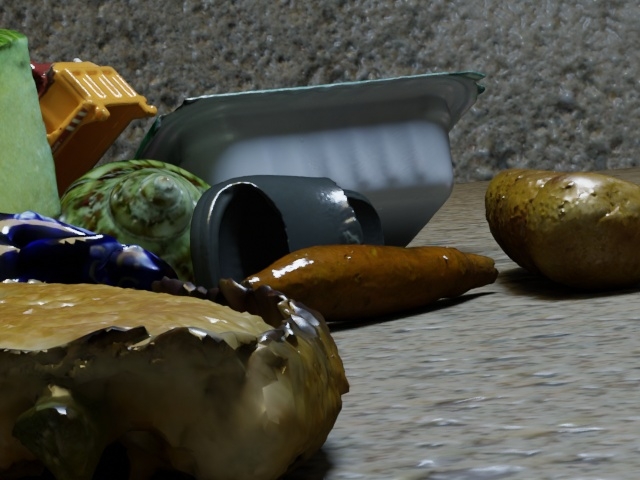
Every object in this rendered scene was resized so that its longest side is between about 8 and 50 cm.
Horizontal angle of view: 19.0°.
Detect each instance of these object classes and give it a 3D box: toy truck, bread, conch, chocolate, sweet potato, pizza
[{"bbox_3d":[-0.275,-0.049,1.677,0.270,0.135,0.114,-48,-13,20],"label":"toy truck"},{"bbox_3d":[0.187,-0.011,1.487,0.124,0.084,0.344,16,2,-5],"label":"bread"},{"bbox_3d":[-0.134,-0.005,1.606,0.187,0.124,0.181,1,4,-18],"label":"conch"},{"bbox_3d":[-0.256,0.032,1.170,0.343,0.126,0.148,10,29,4],"label":"chocolate"},{"bbox_3d":[0.042,0.028,1.338,0.265,0.057,0.057,-1,-1,-44],"label":"sweet potato"},{"bbox_3d":[-0.137,0.066,0.840,0.392,0.080,0.435,-3,6,39],"label":"pizza"}]

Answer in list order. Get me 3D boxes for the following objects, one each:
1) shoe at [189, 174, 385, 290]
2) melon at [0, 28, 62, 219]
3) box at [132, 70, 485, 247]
[{"bbox_3d":[0.000,0.000,1.407,0.093,0.108,0.241,-11,-3,31],"label":"shoe"},{"bbox_3d":[-0.369,0.013,1.424,0.344,0.331,0.226,-12,-37,26],"label":"melon"},{"bbox_3d":[-0.016,-0.044,1.797,0.337,0.106,0.264,-7,-22,-23],"label":"box"}]
